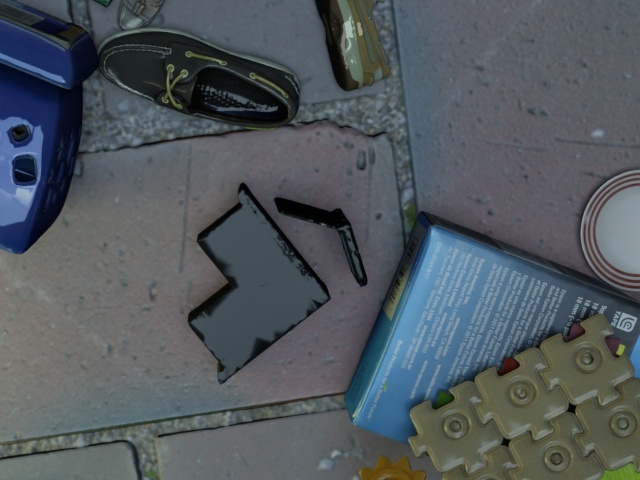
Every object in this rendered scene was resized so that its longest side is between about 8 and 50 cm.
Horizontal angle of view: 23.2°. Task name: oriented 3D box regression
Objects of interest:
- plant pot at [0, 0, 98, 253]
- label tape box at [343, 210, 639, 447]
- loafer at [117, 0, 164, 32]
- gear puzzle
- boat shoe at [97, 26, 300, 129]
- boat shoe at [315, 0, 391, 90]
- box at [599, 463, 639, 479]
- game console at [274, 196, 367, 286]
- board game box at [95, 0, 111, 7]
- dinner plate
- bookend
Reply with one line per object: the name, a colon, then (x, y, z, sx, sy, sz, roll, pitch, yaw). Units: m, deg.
plant pot: (-0.355, -0.142, 1.588, 0.236, 0.236, 0.212, 21, 101, -5)
label tape box: (0.225, 0.142, 1.749, 0.333, 0.106, 0.241, 21, 97, -8)
loafer: (-0.179, -0.279, 1.688, 0.045, 0.039, 0.125, 37, 94, -9)
gear puzzle: (0.194, 0.226, 1.661, 0.339, 0.044, 0.175, -27, 69, 0)
boat shoe: (-0.133, -0.174, 1.685, 0.227, 0.069, 0.081, 11, 118, -5)
boat shoe: (0.035, -0.263, 1.702, 0.072, 0.068, 0.190, -17, 109, -14)
box: (0.264, 0.276, 1.697, 0.178, 0.042, 0.109, -20, 100, 0)
game console: (0.000, 0.000, 1.702, 0.071, 0.122, 0.107, -17, 100, -1)
board game box: (-0.255, -0.394, 1.556, 0.213, 0.317, 0.046, 29, 51, -8)
dinner plate: (0.366, -0.012, 1.783, 0.141, 0.017, 0.141, -1, 98, -4)
bookend: (-0.097, 0.047, 1.727, 0.157, 0.072, 0.156, -39, 98, 2)
